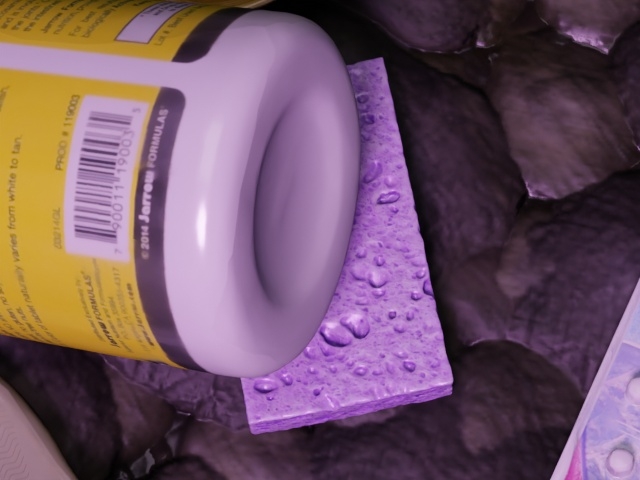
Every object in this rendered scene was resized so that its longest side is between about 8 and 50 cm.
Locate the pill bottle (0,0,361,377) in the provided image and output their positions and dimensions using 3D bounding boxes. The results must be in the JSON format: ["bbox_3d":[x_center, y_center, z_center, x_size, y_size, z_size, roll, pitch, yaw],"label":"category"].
[{"bbox_3d":[-0.162,-0.043,0.867,0.333,0.188,0.188,9,68,22],"label":"pill bottle"}]

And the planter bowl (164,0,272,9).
[{"bbox_3d":[-0.071,-0.207,0.992,0.217,0.090,0.217,-2,67,4],"label":"planter bowl"}]

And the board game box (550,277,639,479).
[{"bbox_3d":[0.342,0.111,0.844,0.390,0.050,0.390,23,72,14],"label":"board game box"}]

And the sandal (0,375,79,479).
[{"bbox_3d":[-0.145,0.179,0.841,0.120,0.086,0.303,-43,70,-12],"label":"sandal"}]

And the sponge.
[{"bbox_3d":[0.000,0.000,0.932,0.117,0.031,0.210,-11,67,1],"label":"sponge"}]
